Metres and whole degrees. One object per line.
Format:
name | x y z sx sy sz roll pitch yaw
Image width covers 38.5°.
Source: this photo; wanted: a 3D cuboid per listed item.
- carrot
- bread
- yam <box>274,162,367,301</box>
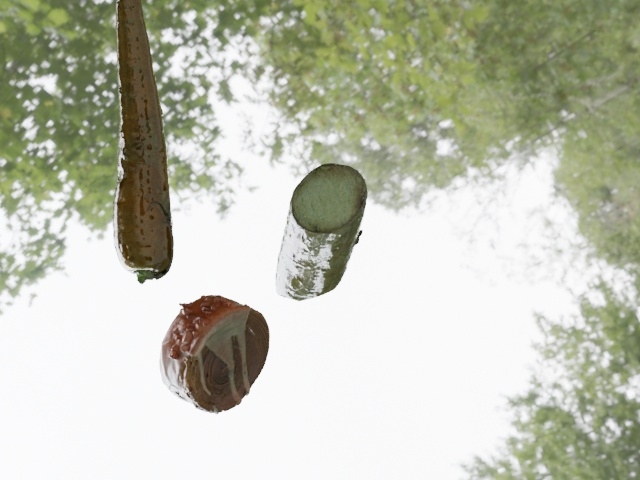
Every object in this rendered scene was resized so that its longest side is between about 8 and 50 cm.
carrot | -0.141 -0.093 0.704 0.049 0.049 0.255 -3 -90 -46
bread | -0.143 0.150 1.245 0.160 0.073 0.161 -23 -57 -40
yam | 0.000 0.000 0.805 0.069 0.146 0.070 5 -128 -6
